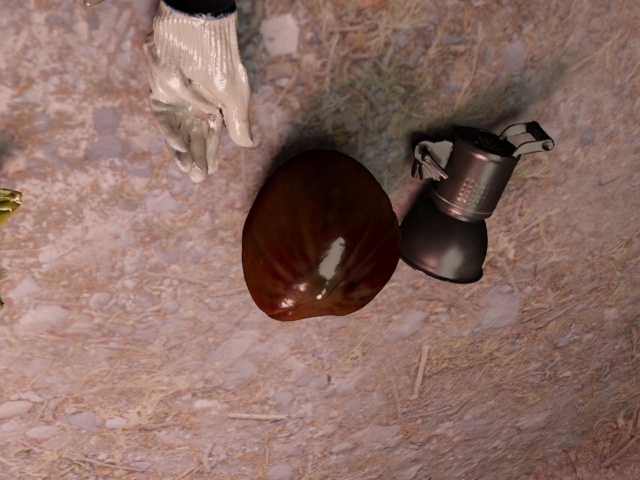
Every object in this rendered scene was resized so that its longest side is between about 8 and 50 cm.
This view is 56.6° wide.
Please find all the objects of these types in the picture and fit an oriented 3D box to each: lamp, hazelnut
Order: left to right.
[{"bbox_3d":[0.000,0.000,0.763,0.229,0.229,0.229,-12,135,-13],"label":"hazelnut"},{"bbox_3d":[0.199,-0.072,0.850,0.172,0.147,0.227,14,119,-5],"label":"lamp"}]

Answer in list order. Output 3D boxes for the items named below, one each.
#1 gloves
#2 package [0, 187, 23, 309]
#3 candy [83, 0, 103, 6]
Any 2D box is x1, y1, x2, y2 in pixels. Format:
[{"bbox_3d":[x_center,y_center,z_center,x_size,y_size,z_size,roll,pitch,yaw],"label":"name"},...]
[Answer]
[{"bbox_3d":[-0.127,-0.162,0.635,0.119,0.097,0.229,5,130,-7],"label":"gloves"},{"bbox_3d":[-0.436,0.009,0.665,0.168,0.090,0.226,8,130,-27],"label":"package"},{"bbox_3d":[-0.103,-0.287,0.472,0.195,0.137,0.185,-8,114,-15],"label":"candy"}]
